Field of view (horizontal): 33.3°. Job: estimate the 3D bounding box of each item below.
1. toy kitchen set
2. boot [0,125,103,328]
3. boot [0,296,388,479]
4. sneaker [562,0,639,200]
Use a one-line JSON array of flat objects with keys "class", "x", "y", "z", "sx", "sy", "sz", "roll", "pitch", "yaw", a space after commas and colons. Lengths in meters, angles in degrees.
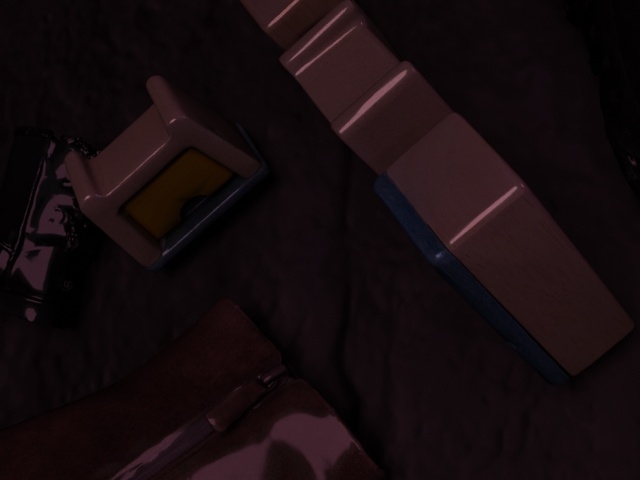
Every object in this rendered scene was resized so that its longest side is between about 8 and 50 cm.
[{"class": "toy kitchen set", "x": 0.000, "y": 0.000, "z": 0.485, "sx": 0.166, "sy": 0.122, "sz": 0.207, "roll": -41, "pitch": 45, "yaw": 8}, {"class": "boot", "x": -0.168, "y": -0.013, "z": 0.575, "sx": 0.121, "sy": 0.045, "sz": 0.099, "roll": 14, "pitch": 84, "yaw": 18}, {"class": "boot", "x": -0.115, "y": 0.105, "z": 0.518, "sx": 0.207, "sy": 0.090, "sz": 0.248, "roll": -46, "pitch": 63, "yaw": -8}, {"class": "sneaker", "x": 0.142, "y": -0.086, "z": 0.438, "sx": 0.283, "sy": 0.107, "sz": 0.124, "roll": 40, "pitch": 99, "yaw": 26}]
